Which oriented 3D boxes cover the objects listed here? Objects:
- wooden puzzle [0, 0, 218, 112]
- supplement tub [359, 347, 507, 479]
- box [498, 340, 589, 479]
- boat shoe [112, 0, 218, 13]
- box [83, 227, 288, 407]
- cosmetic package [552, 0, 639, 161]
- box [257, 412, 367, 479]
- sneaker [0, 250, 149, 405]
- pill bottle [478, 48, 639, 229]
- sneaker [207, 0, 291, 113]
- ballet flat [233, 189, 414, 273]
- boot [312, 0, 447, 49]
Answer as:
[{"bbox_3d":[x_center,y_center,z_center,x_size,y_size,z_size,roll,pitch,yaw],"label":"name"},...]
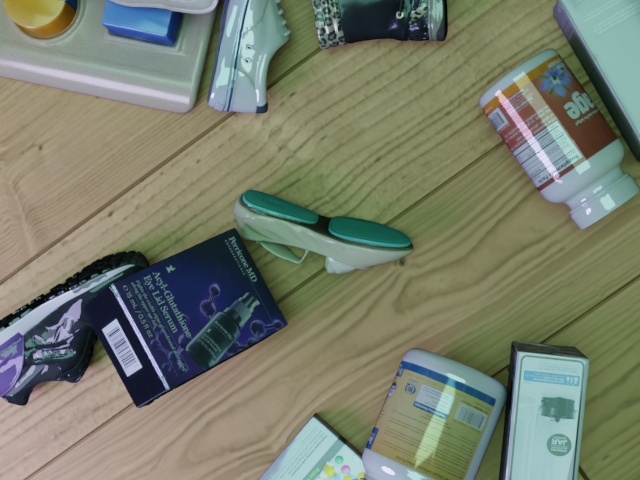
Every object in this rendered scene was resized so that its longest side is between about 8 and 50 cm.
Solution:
[{"bbox_3d":[-0.294,-0.374,1.547,0.322,0.080,0.348,12,92,7],"label":"wooden puzzle"},{"bbox_3d":[0.140,0.253,1.445,0.144,0.144,0.200,23,82,7],"label":"supplement tub"},{"bbox_3d":[0.275,0.280,1.431,0.087,0.169,0.290,5,91,7],"label":"box"},{"bbox_3d":[-0.227,-0.355,1.477,0.233,0.084,0.079,14,49,13],"label":"boat shoe"},{"bbox_3d":[-0.173,0.098,1.465,0.207,0.108,0.153,-28,86,-37],"label":"box"},{"bbox_3d":[0.410,-0.232,1.451,0.127,0.107,0.238,-27,89,6],"label":"cosmetic package"},{"bbox_3d":[0.016,0.349,1.528,0.186,0.038,0.145,41,94,4],"label":"box"},{"bbox_3d":[-0.337,0.122,1.555,0.283,0.107,0.124,-31,102,9],"label":"sneaker"},{"bbox_3d":[0.310,-0.127,1.451,0.121,0.121,0.216,-35,87,6],"label":"pill bottle"},{"bbox_3d":[-0.086,-0.296,1.527,0.091,0.094,0.258,11,95,-13],"label":"sneaker"},{"bbox_3d":[0.000,0.000,1.519,0.248,0.086,0.086,17,92,8],"label":"ballet flat"},{"bbox_3d":[0.072,-0.371,1.501,0.178,0.085,0.236,-7,88,10],"label":"boot"}]
